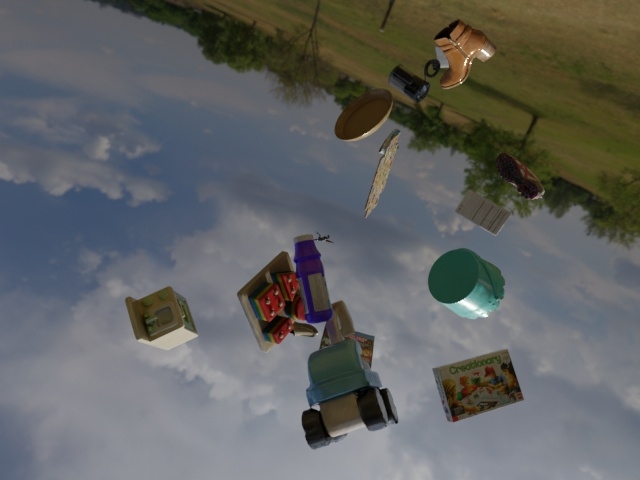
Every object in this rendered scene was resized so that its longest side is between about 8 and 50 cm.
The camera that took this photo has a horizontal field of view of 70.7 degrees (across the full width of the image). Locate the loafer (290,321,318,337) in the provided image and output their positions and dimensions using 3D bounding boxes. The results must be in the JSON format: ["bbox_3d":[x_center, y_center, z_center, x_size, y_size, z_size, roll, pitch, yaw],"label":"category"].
[{"bbox_3d":[-0.083,0.344,1.723,0.148,0.056,0.050,13,-138,13],"label":"loafer"}]

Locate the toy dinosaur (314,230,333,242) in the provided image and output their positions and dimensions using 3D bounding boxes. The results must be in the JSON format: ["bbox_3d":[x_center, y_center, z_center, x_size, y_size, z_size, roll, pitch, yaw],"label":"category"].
[{"bbox_3d":[0.000,0.000,2.061,0.090,0.082,0.047,53,-144,-18],"label":"toy dinosaur"}]

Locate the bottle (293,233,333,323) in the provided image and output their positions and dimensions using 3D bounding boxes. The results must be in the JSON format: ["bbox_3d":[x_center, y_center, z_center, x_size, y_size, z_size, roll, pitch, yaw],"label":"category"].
[{"bbox_3d":[-0.028,0.123,1.450,0.092,0.282,0.118,-11,171,-4],"label":"bottle"}]

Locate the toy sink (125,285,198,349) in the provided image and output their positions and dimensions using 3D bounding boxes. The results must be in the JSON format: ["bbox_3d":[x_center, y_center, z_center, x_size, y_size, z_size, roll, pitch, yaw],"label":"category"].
[{"bbox_3d":[-0.513,0.252,1.488,0.234,0.131,0.152,75,169,-68],"label":"toy sink"}]

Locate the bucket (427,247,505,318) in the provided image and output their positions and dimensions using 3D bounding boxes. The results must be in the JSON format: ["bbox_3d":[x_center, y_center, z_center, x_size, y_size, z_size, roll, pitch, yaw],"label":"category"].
[{"bbox_3d":[0.600,0.176,1.883,0.183,0.281,0.281,28,-168,-35],"label":"bucket"}]

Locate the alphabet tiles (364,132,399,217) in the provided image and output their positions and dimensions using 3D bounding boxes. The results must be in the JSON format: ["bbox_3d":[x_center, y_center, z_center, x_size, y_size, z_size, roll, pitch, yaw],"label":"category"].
[{"bbox_3d":[0.258,-0.273,1.900,0.011,0.342,0.285,22,-150,13],"label":"alphabet tiles"}]

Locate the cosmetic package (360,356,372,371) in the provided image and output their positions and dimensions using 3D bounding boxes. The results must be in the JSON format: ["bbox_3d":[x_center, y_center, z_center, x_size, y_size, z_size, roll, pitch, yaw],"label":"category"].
[{"bbox_3d":[0.152,0.543,1.675,0.127,0.107,0.238,48,-167,-34],"label":"cosmetic package"}]

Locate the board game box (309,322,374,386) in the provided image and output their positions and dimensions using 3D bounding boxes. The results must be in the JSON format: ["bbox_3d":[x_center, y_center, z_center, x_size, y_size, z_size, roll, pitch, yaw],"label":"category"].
[{"bbox_3d":[0.095,0.531,1.952,0.232,0.141,0.291,16,-145,2],"label":"board game box"}]

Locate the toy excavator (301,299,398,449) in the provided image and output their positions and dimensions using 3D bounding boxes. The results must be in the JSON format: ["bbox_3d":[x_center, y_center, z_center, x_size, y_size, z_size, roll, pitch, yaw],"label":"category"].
[{"bbox_3d":[0.070,0.377,1.420,0.433,0.222,0.445,44,-153,-65],"label":"toy excavator"}]

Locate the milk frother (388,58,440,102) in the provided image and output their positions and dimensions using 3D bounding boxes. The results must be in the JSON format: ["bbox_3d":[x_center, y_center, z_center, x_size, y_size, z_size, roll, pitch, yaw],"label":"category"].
[{"bbox_3d":[0.340,-0.600,1.630,0.135,0.143,0.129,44,175,23],"label":"milk frother"}]

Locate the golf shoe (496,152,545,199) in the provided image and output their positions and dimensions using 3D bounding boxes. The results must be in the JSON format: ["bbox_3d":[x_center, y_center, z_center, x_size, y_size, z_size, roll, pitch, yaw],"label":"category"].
[{"bbox_3d":[0.636,-0.205,1.441,0.086,0.067,0.186,-12,-119,-41],"label":"golf shoe"}]

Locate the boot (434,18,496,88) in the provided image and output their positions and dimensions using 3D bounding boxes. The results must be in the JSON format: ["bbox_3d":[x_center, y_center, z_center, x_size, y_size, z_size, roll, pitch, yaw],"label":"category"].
[{"bbox_3d":[0.377,-0.532,1.289,0.152,0.197,0.072,19,-124,-28],"label":"boot"}]

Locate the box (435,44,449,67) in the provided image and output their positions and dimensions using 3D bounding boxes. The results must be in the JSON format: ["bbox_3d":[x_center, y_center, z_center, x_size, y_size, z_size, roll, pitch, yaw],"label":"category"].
[{"bbox_3d":[0.510,-0.716,1.709,0.101,0.087,0.102,-33,-150,-20],"label":"box"}]

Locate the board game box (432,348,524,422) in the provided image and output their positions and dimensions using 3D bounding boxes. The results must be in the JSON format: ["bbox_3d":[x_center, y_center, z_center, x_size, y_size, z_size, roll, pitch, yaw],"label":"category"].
[{"bbox_3d":[0.582,0.531,1.666,0.306,0.192,0.053,-10,166,-15],"label":"board game box"}]

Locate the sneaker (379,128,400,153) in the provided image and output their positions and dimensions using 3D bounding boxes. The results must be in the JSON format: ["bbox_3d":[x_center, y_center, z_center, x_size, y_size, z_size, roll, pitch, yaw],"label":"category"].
[{"bbox_3d":[0.336,-0.452,2.115,0.073,0.162,0.063,35,157,-4],"label":"sneaker"}]

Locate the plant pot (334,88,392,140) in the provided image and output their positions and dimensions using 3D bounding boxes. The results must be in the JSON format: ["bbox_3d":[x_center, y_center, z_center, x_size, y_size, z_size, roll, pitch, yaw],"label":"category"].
[{"bbox_3d":[0.154,-0.433,1.578,0.032,0.236,0.236,42,-176,-38],"label":"plant pot"}]

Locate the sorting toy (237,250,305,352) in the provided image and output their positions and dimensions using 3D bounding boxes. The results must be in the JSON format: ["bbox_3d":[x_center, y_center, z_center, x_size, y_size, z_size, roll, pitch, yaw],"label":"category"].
[{"bbox_3d":[-0.133,0.213,1.553,0.089,0.257,0.255,5,-145,36],"label":"sorting toy"}]

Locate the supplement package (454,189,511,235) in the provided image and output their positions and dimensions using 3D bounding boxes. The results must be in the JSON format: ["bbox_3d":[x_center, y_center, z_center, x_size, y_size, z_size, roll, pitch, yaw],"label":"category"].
[{"bbox_3d":[0.627,-0.110,1.752,0.179,0.105,0.105,33,-168,11],"label":"supplement package"}]
